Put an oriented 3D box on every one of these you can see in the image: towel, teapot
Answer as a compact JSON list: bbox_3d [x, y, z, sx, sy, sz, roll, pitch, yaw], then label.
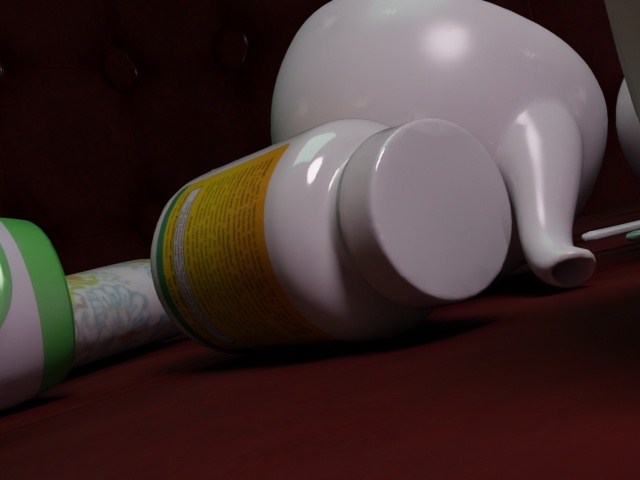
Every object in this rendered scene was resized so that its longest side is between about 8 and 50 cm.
[{"bbox_3d":[-0.325,0.099,0.870,0.374,0.090,0.320,-13,2,21],"label":"towel"},{"bbox_3d":[0.064,-0.041,0.674,0.252,0.187,0.256,17,-14,11],"label":"teapot"}]

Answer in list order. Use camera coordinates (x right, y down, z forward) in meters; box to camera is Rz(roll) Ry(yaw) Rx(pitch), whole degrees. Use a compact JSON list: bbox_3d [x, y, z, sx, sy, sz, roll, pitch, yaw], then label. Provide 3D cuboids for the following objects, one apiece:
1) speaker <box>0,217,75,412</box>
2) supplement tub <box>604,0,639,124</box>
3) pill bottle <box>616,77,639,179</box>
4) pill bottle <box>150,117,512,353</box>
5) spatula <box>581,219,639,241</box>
[{"bbox_3d":[-0.297,0.066,0.535,0.296,0.131,0.131,-12,-1,-35],"label":"speaker"},{"bbox_3d":[0.245,-0.118,0.241,0.316,0.228,0.228,-13,-1,7],"label":"supplement tub"},{"bbox_3d":[0.290,-0.095,0.517,0.169,0.169,0.301,-13,-2,-13],"label":"pill bottle"},{"bbox_3d":[0.000,0.000,0.525,0.117,0.118,0.208,-13,-1,-36],"label":"pill bottle"},{"bbox_3d":[0.339,-0.023,0.751,0.242,0.019,0.168,-14,5,-8],"label":"spatula"}]
